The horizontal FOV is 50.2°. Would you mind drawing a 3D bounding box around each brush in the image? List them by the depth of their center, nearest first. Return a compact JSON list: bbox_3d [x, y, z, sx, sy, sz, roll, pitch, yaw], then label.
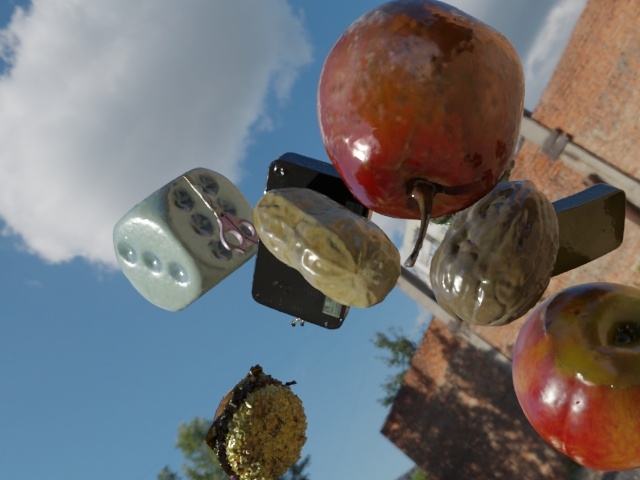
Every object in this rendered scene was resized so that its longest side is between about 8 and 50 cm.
[{"bbox_3d":[0.445,-0.017,1.210,0.197,0.059,0.123,-20,-62,-15],"label":"brush"}]

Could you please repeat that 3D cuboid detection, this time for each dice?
[{"bbox_3d":[-0.329,-0.003,1.701,0.262,0.268,0.265,-31,6,42],"label":"dice"}]

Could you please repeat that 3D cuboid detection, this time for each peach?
[{"bbox_3d":[0.523,0.261,1.261,0.370,0.370,0.370,-41,-25,-25],"label":"peach"}]

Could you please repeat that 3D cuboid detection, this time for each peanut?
[{"bbox_3d":[0.000,0.000,1.166,0.152,0.313,0.152,-25,-46,-30],"label":"peanut"}]

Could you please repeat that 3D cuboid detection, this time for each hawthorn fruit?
[{"bbox_3d":[0.109,-0.130,0.772,0.235,0.231,0.263,-2,-75,-44],"label":"hawthorn fruit"}]

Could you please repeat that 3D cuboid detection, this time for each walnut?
[{"bbox_3d":[0.259,0.017,0.995,0.230,0.178,0.178,-65,-23,-1],"label":"walnut"}]

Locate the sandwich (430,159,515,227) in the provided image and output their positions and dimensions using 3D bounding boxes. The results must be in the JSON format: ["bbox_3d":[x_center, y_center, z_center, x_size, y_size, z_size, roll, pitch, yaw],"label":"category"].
[{"bbox_3d":[0.335,-0.166,1.722,0.325,0.131,0.262,24,-60,-26],"label":"sandwich"}]

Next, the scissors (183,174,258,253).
[{"bbox_3d":[-0.216,-0.063,1.446,0.021,0.212,0.110,-42,-2,35],"label":"scissors"}]

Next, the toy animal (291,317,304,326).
[{"bbox_3d":[-0.047,0.206,2.234,0.176,0.217,0.073,-41,-5,33],"label":"toy animal"}]

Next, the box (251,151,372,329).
[{"bbox_3d":[-0.020,0.008,1.358,0.058,0.211,0.350,-57,-19,-55],"label":"box"}]

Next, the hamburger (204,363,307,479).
[{"bbox_3d":[-0.127,0.405,1.484,0.261,0.139,0.243,53,-122,-36],"label":"hamburger"}]
